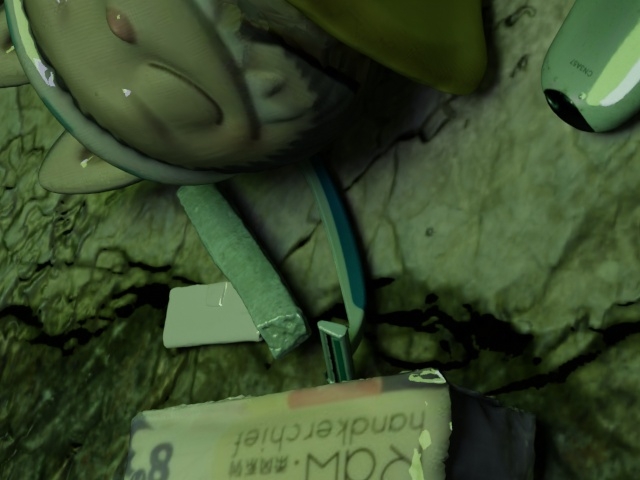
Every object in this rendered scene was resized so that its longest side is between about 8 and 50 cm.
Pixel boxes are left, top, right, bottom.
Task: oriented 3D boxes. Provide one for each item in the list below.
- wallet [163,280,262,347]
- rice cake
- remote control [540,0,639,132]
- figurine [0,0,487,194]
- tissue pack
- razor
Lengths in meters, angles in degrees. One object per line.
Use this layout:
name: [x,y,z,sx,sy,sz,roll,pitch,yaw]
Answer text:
wallet: [-0.068,0.049,1.227,0.083,0.011,0.044,-8,67,36]
rice cake: [-0.052,0.012,1.204,0.033,0.029,0.171,-36,47,2]
remote control: [0.209,-0.175,1.051,0.097,0.045,0.256,40,104,42]
figurine: [-0.110,-0.203,1.179,0.378,0.266,0.361,-17,51,29]
tissue pack: [-0.006,0.250,1.020,0.242,0.125,0.343,-11,67,38]
razor: [0.004,0.000,1.169,0.037,0.068,0.191,-11,53,-2]
